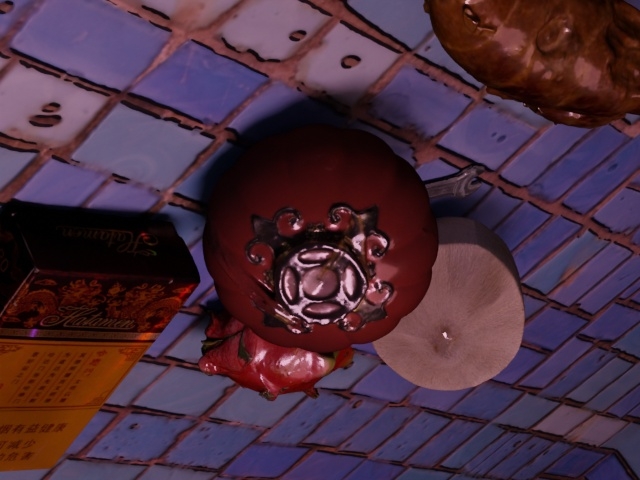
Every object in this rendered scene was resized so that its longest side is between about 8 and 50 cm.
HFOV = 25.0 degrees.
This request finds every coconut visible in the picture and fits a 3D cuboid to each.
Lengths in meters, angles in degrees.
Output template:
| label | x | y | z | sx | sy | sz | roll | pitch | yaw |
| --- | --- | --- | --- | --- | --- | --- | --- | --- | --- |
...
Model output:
| label | x | y | z | sx | sy | sz | roll | pitch | yaw |
| --- | --- | --- | --- | --- | --- | --- | --- | --- | --- |
| coconut | 0.188 | 0.096 | 2.135 | 0.237 | 0.237 | 0.266 | -47 | -170 | 24 |

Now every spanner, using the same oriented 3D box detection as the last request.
| label | x | y | z | sx | sy | sz | roll | pitch | yaw |
| --- | --- | --- | --- | --- | --- | --- | --- | --- | --- |
| spanner | 0.116 | -0.062 | 2.097 | 0.302 | 0.017 | 0.071 | -14 | 145 | -28 |

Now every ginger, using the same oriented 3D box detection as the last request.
| label | x | y | z | sx | sy | sz | roll | pitch | yaw |
| --- | --- | --- | --- | --- | --- | --- | --- | --- | --- |
| ginger | 0.267 | -0.250 | 1.800 | 0.418 | 0.254 | 0.176 | 19 | 83 | -36 |

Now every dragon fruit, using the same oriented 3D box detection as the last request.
| label | x | y | z | sx | sy | sz | roll | pitch | yaw |
| --- | --- | --- | --- | --- | --- | --- | --- | --- | --- |
| dragon fruit | -0.053 | 0.141 | 2.114 | 0.200 | 0.198 | 0.269 | -4 | -174 | 20 |

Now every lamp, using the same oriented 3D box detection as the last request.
| label | x | y | z | sx | sy | sz | roll | pitch | yaw |
| --- | --- | --- | --- | --- | --- | --- | --- | --- | --- |
| lamp | 0.000 | 0.000 | 1.840 | 0.303 | 0.257 | 0.303 | 0 | 116 | 0 |

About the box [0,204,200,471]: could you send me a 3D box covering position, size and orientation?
| label | x | y | z | sx | sy | sz | roll | pitch | yaw |
| --- | --- | --- | --- | --- | --- | --- | --- | --- | --- |
| box | -0.369 | 0.136 | 1.857 | 0.264 | 0.115 | 0.415 | 6 | 133 | -44 |
